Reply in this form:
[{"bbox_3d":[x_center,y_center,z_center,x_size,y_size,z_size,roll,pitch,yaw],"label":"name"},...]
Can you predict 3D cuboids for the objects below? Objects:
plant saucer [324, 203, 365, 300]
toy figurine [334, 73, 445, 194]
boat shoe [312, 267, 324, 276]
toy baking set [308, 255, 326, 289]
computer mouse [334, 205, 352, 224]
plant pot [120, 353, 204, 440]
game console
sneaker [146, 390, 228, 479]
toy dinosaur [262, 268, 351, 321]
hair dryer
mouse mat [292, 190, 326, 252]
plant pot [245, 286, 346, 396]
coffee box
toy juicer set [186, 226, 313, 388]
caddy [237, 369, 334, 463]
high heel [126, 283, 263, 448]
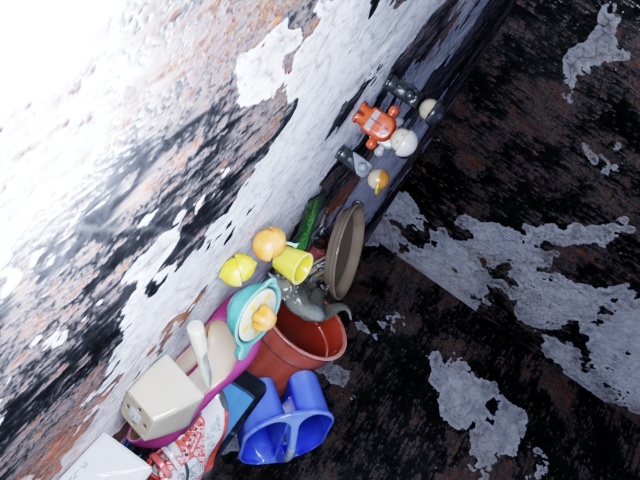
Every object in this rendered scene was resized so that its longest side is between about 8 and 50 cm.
[{"bbox_3d":[0.067,0.029,1.965,0.278,0.041,0.277,12,90,-75],"label":"plant saucer"},{"bbox_3d":[0.153,-0.230,1.534,0.213,0.148,0.209,-50,172,-39],"label":"toy figurine"},{"bbox_3d":[0.005,0.093,2.386,0.109,0.094,0.302,-55,173,9],"label":"boat shoe"},{"bbox_3d":[-0.033,0.094,2.090,0.197,0.030,0.256,-18,153,-38],"label":"toy baking set"},{"bbox_3d":[0.067,-0.064,2.276,0.106,0.042,0.193,-45,175,-33],"label":"computer mouse"},{"bbox_3d":[-0.290,0.290,1.249,0.096,0.109,0.109,-30,157,-46],"label":"plant pot"},{"bbox_3d":[-0.282,0.412,1.612,0.293,0.173,0.250,-54,174,-5],"label":"game console"},{"bbox_3d":[-0.292,0.439,1.523,0.145,0.090,0.270,-12,127,-46],"label":"sneaker"},{"bbox_3d":[-0.048,0.144,1.800,0.121,0.313,0.160,-29,-150,25],"label":"toy dinosaur"},{"bbox_3d":[0.000,0.000,2.093,0.224,0.080,0.293,-25,150,-42],"label":"hair dryer"},{"bbox_3d":[-0.034,-0.024,1.693,0.152,0.007,0.189,-39,151,-69],"label":"mouse mat"},{"bbox_3d":[-0.114,0.294,1.940,0.265,0.272,0.272,-49,177,29],"label":"plant pot"},{"bbox_3d":[-0.425,0.504,1.282,0.168,0.119,0.297,-49,172,-44],"label":"coffee box"},{"bbox_3d":[-0.134,0.123,1.301,0.329,0.090,0.209,-56,154,-15],"label":"toy juicer set"},{"bbox_3d":[-0.101,0.490,1.852,0.242,0.179,0.341,-8,146,-18],"label":"caddy"},{"bbox_3d":[-0.234,0.249,1.387,0.377,0.127,0.181,-61,163,2],"label":"high heel"}]
